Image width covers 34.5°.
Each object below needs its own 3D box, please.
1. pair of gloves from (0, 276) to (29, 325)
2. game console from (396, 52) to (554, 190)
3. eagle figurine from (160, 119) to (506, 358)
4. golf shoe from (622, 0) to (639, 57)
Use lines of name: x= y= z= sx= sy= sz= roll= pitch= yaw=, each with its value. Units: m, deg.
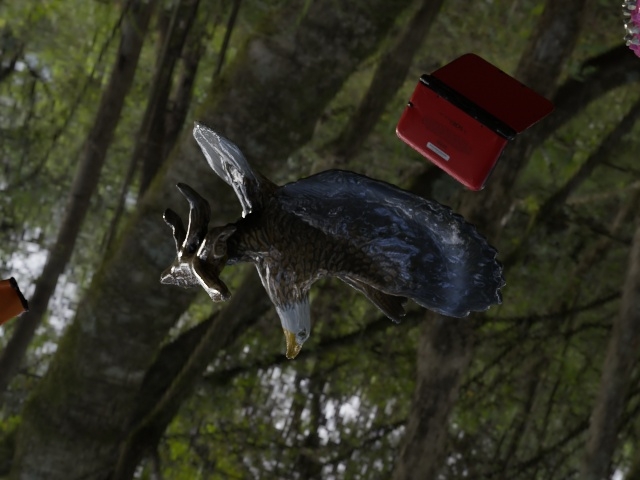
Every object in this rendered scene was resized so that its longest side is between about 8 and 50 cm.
pair of gloves: x=-0.189 y=0.021 z=0.508 sx=0.083 sy=0.074 sz=0.010 roll=61 pitch=-175 yaw=6
game console: x=0.185 y=-0.145 z=1.252 sx=0.144 sy=0.124 sz=0.085 roll=40 pitch=-154 yaw=30
eagle figurine: x=-0.001 y=0.010 z=1.026 sx=0.298 sy=0.225 sz=0.226 roll=-7 pitch=-133 yaw=-23
golf shoe: x=0.362 y=-0.311 z=0.979 sx=0.140 sy=0.306 sz=0.115 roll=2 pitch=162 yaw=17
